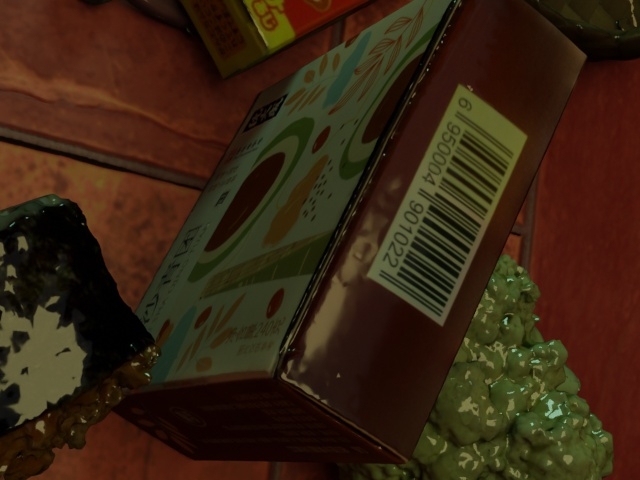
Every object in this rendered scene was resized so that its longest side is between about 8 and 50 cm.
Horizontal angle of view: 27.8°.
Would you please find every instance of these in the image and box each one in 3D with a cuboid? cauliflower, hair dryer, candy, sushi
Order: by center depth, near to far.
[{"bbox_3d":[-0.304,0.104,0.972,0.348,0.234,0.208,-27,98,-5],"label":"sushi"},{"bbox_3d":[0.148,0.148,1.174,0.281,0.260,0.327,-10,107,-24],"label":"cauliflower"},{"bbox_3d":[-0.159,-0.237,1.208,0.154,0.054,0.106,43,60,-25],"label":"hair dryer"},{"bbox_3d":[-0.010,-0.276,1.239,0.276,0.088,0.146,-36,98,-35],"label":"candy"}]

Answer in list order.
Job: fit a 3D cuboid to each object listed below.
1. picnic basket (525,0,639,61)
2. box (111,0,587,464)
[{"bbox_3d":[0.312,-0.335,1.303,0.337,0.337,0.293,-7,84,-28],"label":"picnic basket"},{"bbox_3d":[0.000,0.000,1.048,0.122,0.385,0.345,34,68,-18],"label":"box"}]
